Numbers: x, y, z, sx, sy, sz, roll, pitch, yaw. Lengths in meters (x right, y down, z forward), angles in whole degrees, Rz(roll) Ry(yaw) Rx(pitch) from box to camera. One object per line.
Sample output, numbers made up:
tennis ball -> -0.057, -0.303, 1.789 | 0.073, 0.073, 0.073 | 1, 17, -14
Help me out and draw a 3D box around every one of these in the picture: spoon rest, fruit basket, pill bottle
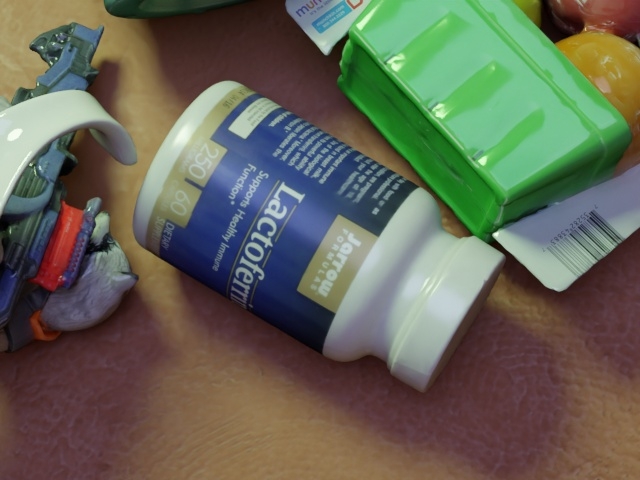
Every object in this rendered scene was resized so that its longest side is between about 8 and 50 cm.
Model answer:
spoon rest -> -0.257, -0.031, 1.263 | 0.276, 0.084, 0.137 | -35, 63, -26
fruit basket -> 0.202, -0.170, 1.432 | 0.353, 0.165, 0.327 | -37, 77, -24
pill bottle -> 0.000, 0.000, 1.370 | 0.264, 0.153, 0.153 | 30, 78, 9

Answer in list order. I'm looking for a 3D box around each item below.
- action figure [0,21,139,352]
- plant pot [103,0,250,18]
action figure -> -0.294, -0.034, 1.418 | 0.330, 0.178, 0.341 | 24, 52, 1
plant pot -> -0.110, -0.321, 1.415 | 0.271, 0.271, 0.255 | -12, 89, -1
